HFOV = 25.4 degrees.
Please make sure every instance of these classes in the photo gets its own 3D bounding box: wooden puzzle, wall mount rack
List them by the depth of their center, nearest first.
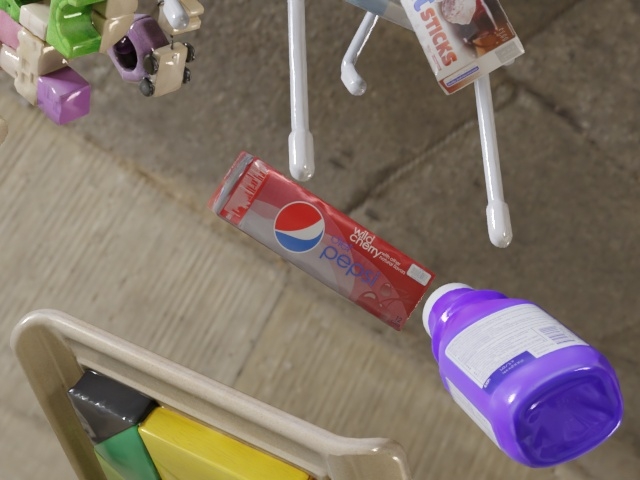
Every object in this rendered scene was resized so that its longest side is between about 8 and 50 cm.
[{"bbox_3d":[-0.053,0.149,0.800,0.239,0.044,0.221,16,142,27],"label":"wooden puzzle"},{"bbox_3d":[0.027,-0.142,1.150,0.350,0.130,0.304,16,-160,-36],"label":"wall mount rack"}]

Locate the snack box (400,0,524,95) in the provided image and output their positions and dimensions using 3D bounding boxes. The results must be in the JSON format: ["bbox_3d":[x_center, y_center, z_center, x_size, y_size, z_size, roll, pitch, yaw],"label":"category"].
[{"bbox_3d":[0.092,-0.186,1.057,0.064,0.178,0.022,-29,139,12],"label":"snack box"}]

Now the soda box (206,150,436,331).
[{"bbox_3d":[0.000,0.000,1.663,0.263,0.083,0.092,34,180,-13],"label":"soda box"}]

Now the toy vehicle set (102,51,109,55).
[{"bbox_3d":[-0.331,-0.338,1.755,0.166,0.267,0.035,14,127,-44],"label":"toy vehicle set"}]

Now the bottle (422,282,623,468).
[{"bbox_3d":[0.169,0.110,1.302,0.092,0.118,0.283,68,171,-20],"label":"bottle"}]

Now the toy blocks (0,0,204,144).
[{"bbox_3d":[-0.315,-0.296,1.508,0.260,0.309,0.288,39,133,27],"label":"toy blocks"}]
